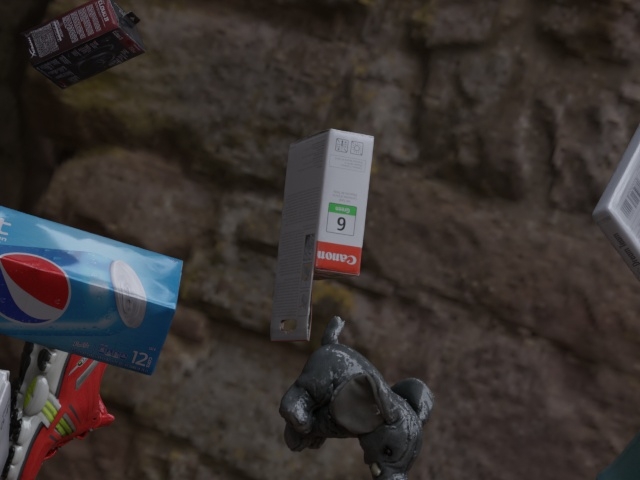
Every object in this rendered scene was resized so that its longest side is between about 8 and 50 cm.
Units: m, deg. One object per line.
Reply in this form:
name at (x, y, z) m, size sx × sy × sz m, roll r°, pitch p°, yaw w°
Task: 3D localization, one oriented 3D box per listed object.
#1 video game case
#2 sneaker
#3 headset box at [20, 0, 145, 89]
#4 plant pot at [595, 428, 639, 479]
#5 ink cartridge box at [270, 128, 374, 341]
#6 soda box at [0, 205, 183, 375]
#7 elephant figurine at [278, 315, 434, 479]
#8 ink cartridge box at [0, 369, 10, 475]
video game case at (0.263, -0.004, 1.031) m, size 0.019 × 0.157 × 0.143 m, roll -29°, pitch -76°, yaw 38°
sneaker at (-0.296, 0.206, 1.597) m, size 0.118 × 0.279 × 0.107 m, roll 20°, pitch 10°, yaw -29°
headset box at (-0.178, -0.154, 1.089) m, size 0.083 × 0.032 × 0.062 m, roll -24°, pitch -15°, yaw 8°
plant pot at (0.422, 0.238, 1.386) m, size 0.271 × 0.255 × 0.271 m, roll 49°, pitch 15°, yaw -18°
ink cartridge box at (0.000, 0.000, 0.778) m, size 0.029 × 0.115 × 0.063 m, roll 8°, pitch -7°, yaw -21°
soda box at (-0.213, 0.029, 1.050) m, size 0.210 × 0.067 × 0.071 m, roll 16°, pitch 29°, yaw -10°
elephant figurine at (0.078, 0.246, 1.940) m, size 0.239 × 0.186 × 0.169 m, roll 13°, pitch 38°, yaw 35°
ink cartridge box at (-0.471, 0.216, 1.337) m, size 0.306 × 0.131 × 0.226 m, roll 11°, pitch 41°, yaw -2°
